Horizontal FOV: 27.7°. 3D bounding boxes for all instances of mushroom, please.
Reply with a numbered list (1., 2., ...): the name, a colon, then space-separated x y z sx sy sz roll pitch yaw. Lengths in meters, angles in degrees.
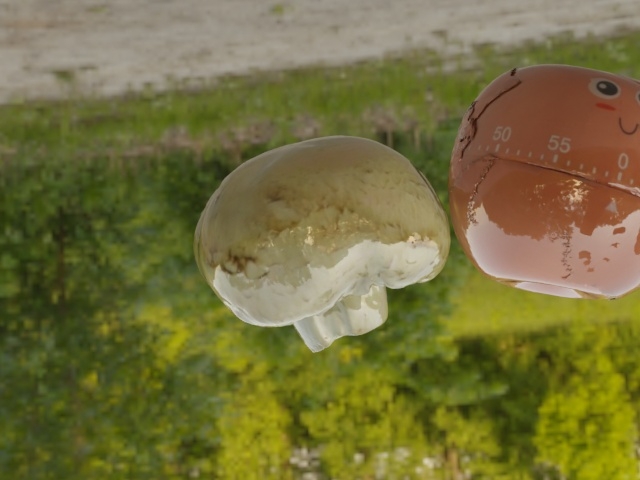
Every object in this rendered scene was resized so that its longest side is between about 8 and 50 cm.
1. mushroom: 0.000 0.000 0.706 0.148 0.112 0.148 -21 -178 1

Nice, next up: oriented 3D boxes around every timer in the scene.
1. timer: 0.237 -0.057 1.238 0.229 0.215 0.229 10 174 1
